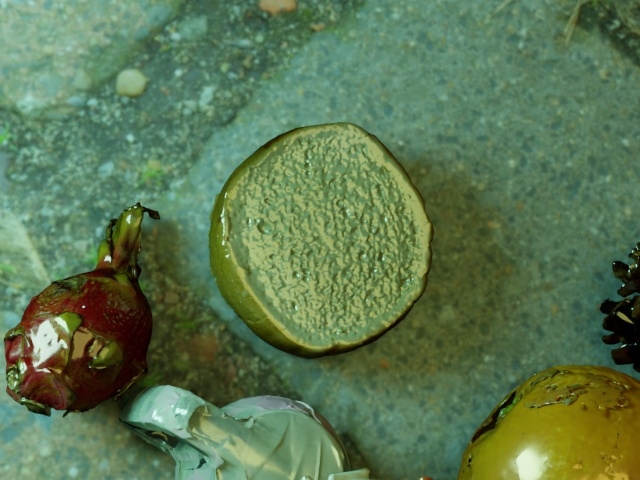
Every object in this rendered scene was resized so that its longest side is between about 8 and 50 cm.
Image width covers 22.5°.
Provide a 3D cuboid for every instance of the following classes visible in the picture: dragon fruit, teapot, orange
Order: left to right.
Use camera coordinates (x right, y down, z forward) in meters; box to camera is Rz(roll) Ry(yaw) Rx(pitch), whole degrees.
[{"bbox_3d":[-0.212,0.061,1.527,0.125,0.125,0.246,41,49,-31],"label":"dragon fruit"},{"bbox_3d":[-0.062,0.197,1.491,0.163,0.178,0.221,-32,86,-17],"label":"teapot"},{"bbox_3d":[0.250,0.242,1.513,0.246,0.246,0.246,2,78,-12],"label":"orange"}]

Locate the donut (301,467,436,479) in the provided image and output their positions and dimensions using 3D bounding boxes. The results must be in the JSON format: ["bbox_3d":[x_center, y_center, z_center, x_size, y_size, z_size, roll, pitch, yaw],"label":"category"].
[{"bbox_3d":[0.005,0.337,1.395,0.382,0.382,0.142,-5,50,-13],"label":"donut"}]

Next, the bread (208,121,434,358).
[{"bbox_3d":[0.000,0.000,1.602,0.236,0.070,0.236,3,79,-13],"label":"bread"}]

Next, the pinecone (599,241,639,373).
[{"bbox_3d":[0.411,0.094,1.596,0.224,0.224,0.272,-40,79,-17],"label":"pinecone"}]
